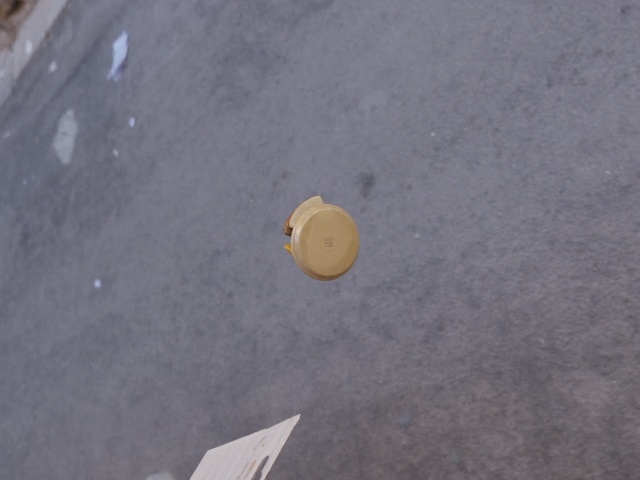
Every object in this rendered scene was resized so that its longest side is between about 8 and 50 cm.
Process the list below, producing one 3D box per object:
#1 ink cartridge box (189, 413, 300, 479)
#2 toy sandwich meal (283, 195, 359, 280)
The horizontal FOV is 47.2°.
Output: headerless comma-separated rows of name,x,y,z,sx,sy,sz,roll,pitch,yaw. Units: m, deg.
ink cartridge box,-0.111,0.318,0.871,0.232,0.066,0.189,-29,19,44
toy sandwich meal,0.000,0.000,0.738,0.029,0.086,0.085,-1,83,63
